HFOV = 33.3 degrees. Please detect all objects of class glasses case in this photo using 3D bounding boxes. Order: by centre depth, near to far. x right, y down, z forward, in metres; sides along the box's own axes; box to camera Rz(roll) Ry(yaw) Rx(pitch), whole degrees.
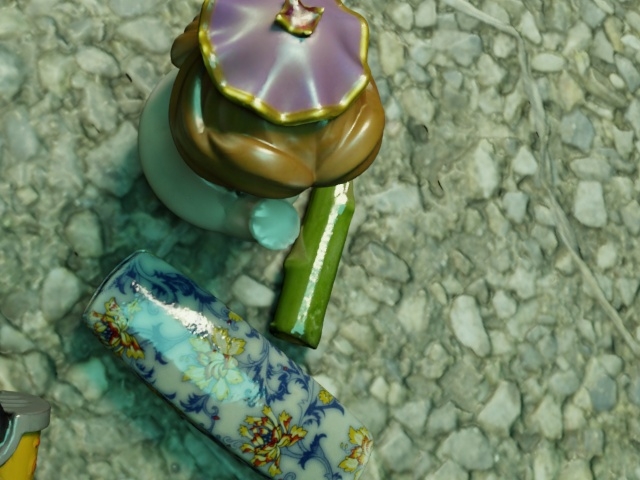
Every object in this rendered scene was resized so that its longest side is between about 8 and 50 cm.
[{"bbox_3d":[-0.068,0.109,0.815,0.248,0.065,0.087,42,68,-12],"label":"glasses case"}]

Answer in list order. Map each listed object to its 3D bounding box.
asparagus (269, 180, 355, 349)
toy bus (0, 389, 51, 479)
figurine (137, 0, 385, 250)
[{"bbox_3d":[0.000,0.000,0.875,0.045,0.041,0.178,12,74,12],"label":"asparagus"},{"bbox_3d":[-0.286,0.154,0.692,0.209,0.126,0.136,4,88,-22],"label":"toy bus"},{"bbox_3d":[-0.049,-0.087,0.747,0.142,0.263,0.189,-20,88,-22],"label":"figurine"}]
